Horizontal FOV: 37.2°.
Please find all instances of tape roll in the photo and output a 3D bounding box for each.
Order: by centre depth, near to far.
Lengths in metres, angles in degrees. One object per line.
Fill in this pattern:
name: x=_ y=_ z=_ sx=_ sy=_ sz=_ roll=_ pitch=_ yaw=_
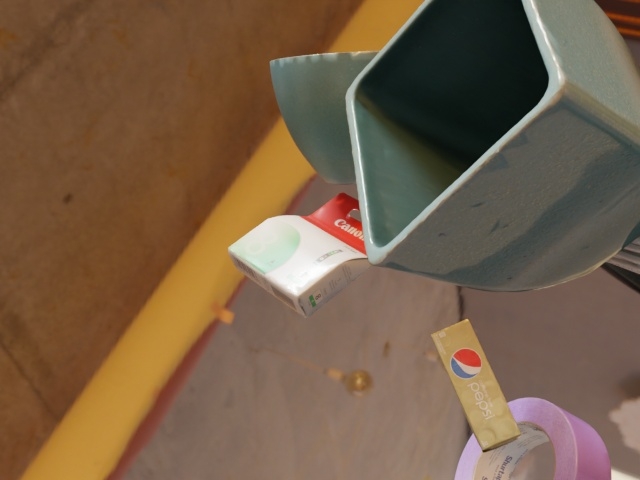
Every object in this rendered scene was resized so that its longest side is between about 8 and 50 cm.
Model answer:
tape roll: x=0.350 y=0.409 z=1.601 sx=0.090 sy=0.274 sz=0.275 roll=30 pitch=-105 yaw=-28

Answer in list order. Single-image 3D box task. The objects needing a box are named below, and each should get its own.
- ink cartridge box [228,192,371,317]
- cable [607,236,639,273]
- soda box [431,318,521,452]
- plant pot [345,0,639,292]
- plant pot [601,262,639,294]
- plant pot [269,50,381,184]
ink cartridge box: x=0.000 y=0.000 z=1.440 sx=0.224 sy=0.181 sz=0.056 roll=-39 pitch=-47 yaw=-20
cable: x=0.411 y=-0.021 z=1.057 sx=0.257 sy=0.257 sz=0.089 roll=-135 pitch=45 yaw=-66
soda box: x=0.224 y=0.210 z=1.374 sx=0.058 sy=0.061 sz=0.181 roll=58 pitch=-171 yaw=-71
plant pot: x=0.204 y=-0.095 z=0.917 sx=0.248 sy=0.252 sz=0.247 roll=-45 pitch=37 yaw=36
plant pot: x=0.564 y=-0.006 z=1.698 sx=0.187 sy=0.167 sz=0.188 roll=-65 pitch=-14 yaw=6
plant pot: x=0.070 y=-0.190 z=1.495 sx=0.290 sy=0.290 sz=0.196 roll=-16 pitch=-75 yaw=-62
